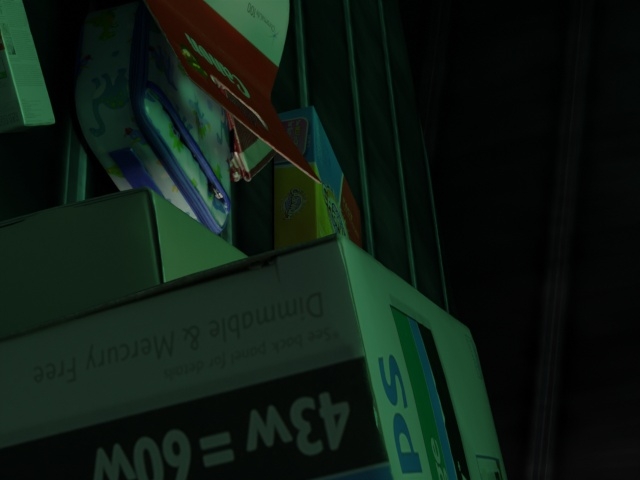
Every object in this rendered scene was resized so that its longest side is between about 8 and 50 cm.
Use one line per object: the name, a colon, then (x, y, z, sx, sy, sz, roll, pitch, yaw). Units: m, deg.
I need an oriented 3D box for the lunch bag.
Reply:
lunch bag: (-0.158, -0.110, 1.358, 0.219, 0.090, 0.176, 61, 22, -47)

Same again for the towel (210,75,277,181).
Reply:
towel: (-0.127, -0.249, 1.774, 0.237, 0.037, 0.329, -57, 133, -74)

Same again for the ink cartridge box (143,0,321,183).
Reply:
ink cartridge box: (-0.108, -0.272, 1.422, 0.385, 0.091, 0.308, 62, 12, 26)

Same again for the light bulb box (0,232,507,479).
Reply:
light bulb box: (-0.090, 0.171, 0.713, 0.361, 0.358, 0.225, 36, 40, -73)

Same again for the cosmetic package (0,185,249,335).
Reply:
cosmetic package: (-0.139, 0.064, 1.082, 0.309, 0.160, 0.113, 37, 42, -70)

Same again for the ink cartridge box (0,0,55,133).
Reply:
ink cartridge box: (-0.250, -0.144, 1.111, 0.063, 0.029, 0.115, -27, 102, -77)

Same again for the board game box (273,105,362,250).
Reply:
board game box: (0.000, 0.000, 2.001, 0.242, 0.064, 0.316, 64, 17, -45)
